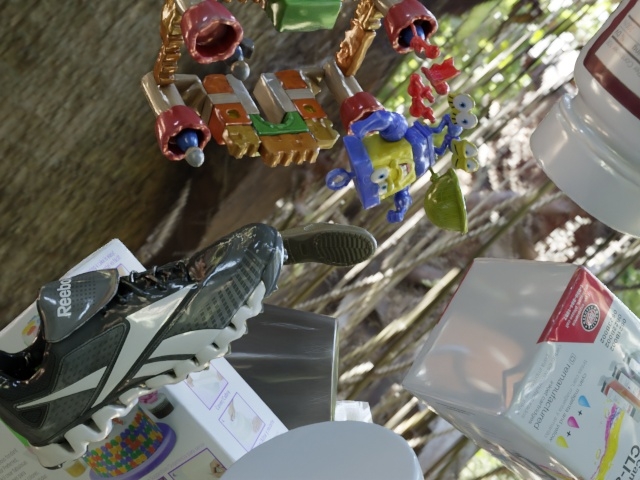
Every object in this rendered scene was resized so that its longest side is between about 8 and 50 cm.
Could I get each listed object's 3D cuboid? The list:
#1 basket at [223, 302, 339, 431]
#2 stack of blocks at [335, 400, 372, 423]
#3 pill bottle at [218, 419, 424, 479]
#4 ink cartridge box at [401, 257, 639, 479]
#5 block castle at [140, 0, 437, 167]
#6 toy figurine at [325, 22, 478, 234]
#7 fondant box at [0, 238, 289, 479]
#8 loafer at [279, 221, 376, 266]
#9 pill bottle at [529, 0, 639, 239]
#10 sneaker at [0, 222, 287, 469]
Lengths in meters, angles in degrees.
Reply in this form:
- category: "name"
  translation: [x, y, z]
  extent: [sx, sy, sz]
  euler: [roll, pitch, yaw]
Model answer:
- category: "basket"
  translation: [-0.096, 0.144, 0.902]
  extent: [0.154, 0.227, 0.204]
  euler: [85, 9, -59]
- category: "stack of blocks"
  translation: [-0.056, 0.340, 1.422]
  extent: [0.297, 0.171, 0.087]
  euler: [17, 54, -51]
- category: "pill bottle"
  translation: [0.030, 0.267, 0.523]
  extent: [0.162, 0.162, 0.278]
  euler: [-137, -151, -67]
- category: "ink cartridge box"
  translation: [0.185, 0.116, 0.640]
  extent: [0.176, 0.128, 0.127]
  euler: [39, -17, -24]
- category: "block castle"
  translation: [-0.053, -0.284, 1.371]
  extent: [0.212, 0.454, 0.303]
  euler: [61, -36, 27]
- category: "toy figurine"
  translation: [0.104, -0.126, 1.276]
  extent: [0.362, 0.217, 0.191]
  euler: [74, -11, -53]
- category: "fondant box"
  translation: [-0.171, 0.198, 0.759]
  extent: [0.330, 0.238, 0.096]
  euler: [49, 26, -8]
- category: "loafer"
  translation: [0.000, 0.000, 1.045]
  extent: [0.050, 0.148, 0.056]
  euler: [-67, 153, -58]
- category: "pill bottle"
  translation: [0.420, -0.200, 0.869]
  extent: [0.224, 0.392, 0.224]
  euler: [25, 33, -18]
- category: "sneaker"
  translation: [-0.132, 0.054, 0.551]
  extent: [0.106, 0.234, 0.078]
  euler: [49, 5, -31]
